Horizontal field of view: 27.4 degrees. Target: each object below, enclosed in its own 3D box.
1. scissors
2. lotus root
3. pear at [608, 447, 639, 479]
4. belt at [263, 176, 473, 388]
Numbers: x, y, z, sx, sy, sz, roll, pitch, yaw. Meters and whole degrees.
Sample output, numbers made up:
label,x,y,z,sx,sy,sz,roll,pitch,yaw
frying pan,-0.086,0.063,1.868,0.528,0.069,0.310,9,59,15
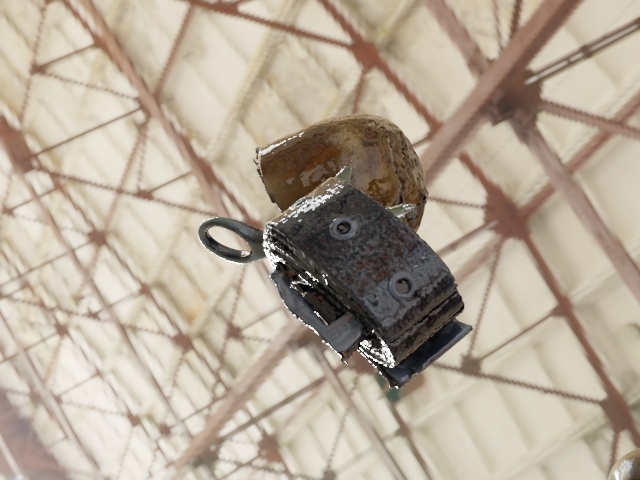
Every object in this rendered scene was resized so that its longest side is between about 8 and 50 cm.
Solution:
label,x,y,z,sx,sy,sz,roll,pitch,yaw
scissors,0.000,0.000,1.741,0.256,0.029,0.383,36,-32,-11
lotus root,0.050,-0.077,1.921,0.272,0.192,0.272,55,17,-25
pear,0.546,0.425,2.081,0.197,0.197,0.197,40,-35,35
belt,0.025,0.036,1.252,0.218,0.128,0.122,42,-18,42
